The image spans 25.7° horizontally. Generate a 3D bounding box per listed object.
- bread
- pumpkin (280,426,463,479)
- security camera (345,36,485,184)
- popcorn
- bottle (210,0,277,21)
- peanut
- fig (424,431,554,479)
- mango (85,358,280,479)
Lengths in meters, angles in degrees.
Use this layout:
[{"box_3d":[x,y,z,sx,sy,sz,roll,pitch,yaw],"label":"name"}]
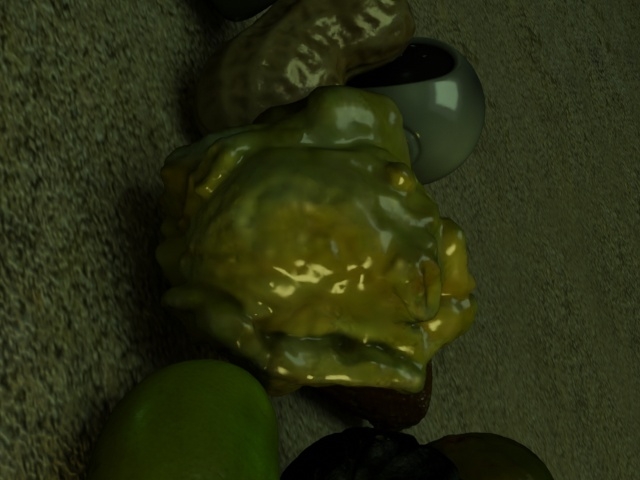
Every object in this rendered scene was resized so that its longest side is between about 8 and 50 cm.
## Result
[{"box_3d":[0.046,0.131,1.583,0.172,0.103,0.132,38,44,-40],"label":"bread"},{"box_3d":[0.054,0.290,1.367,0.220,0.221,0.162,65,26,-3],"label":"pumpkin"},{"box_3d":[0.092,-0.145,1.725,0.194,0.236,0.194,36,44,-44],"label":"security camera"},{"box_3d":[-0.002,0.018,1.388,0.312,0.312,0.312,39,39,-41],"label":"popcorn"},{"box_3d":[-0.138,-0.434,1.622,0.347,0.168,0.168,54,31,-16],"label":"bottle"},{"box_3d":[-0.016,-0.206,1.594,0.305,0.147,0.147,-45,112,-29],"label":"peanut"},{"box_3d":[0.169,0.322,1.557,0.207,0.207,0.230,-72,148,-50],"label":"fig"},{"box_3d":[-0.117,0.212,1.207,0.185,0.149,0.273,35,34,-34],"label":"mango"}]
